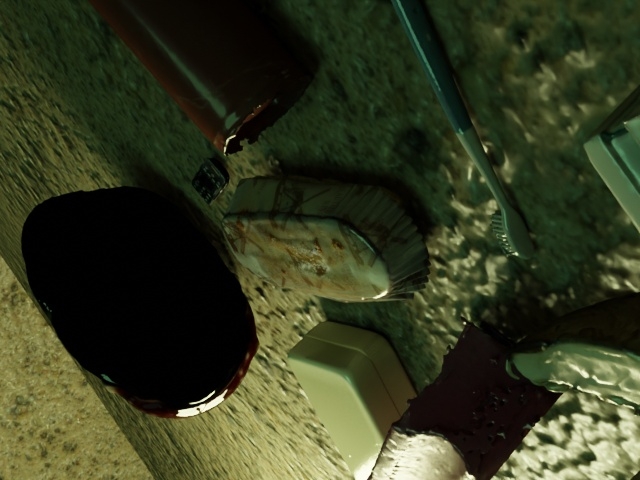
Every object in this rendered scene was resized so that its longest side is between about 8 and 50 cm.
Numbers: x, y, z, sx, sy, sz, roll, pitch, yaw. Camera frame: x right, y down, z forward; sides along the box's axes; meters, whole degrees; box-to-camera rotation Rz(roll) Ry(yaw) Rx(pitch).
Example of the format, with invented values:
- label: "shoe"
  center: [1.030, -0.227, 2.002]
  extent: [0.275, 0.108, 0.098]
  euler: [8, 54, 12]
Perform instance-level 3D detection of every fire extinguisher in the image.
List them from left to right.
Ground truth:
- label: "fire extinguisher"
  center: [-0.153, -0.229, 0.750]
  extent: [0.337, 0.106, 0.147]
  euler: [50, 178, 3]

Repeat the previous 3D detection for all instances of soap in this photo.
- label: "soap"
  center: [0.124, 0.157, 0.736]
  extent: [0.099, 0.162, 0.250]
  euler: [40, 152, 19]

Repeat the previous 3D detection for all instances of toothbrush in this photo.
- label: "toothbrush"
  center: [0.095, -0.100, 0.614]
  extent: [0.025, 0.019, 0.276]
  euler: [13, 136, 61]

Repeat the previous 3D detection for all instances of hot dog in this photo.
- label: "hot dog"
  center: [0.000, 0.000, 0.825]
  extent: [0.267, 0.075, 0.144]
  euler: [8, 136, 49]

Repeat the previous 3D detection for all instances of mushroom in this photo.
- label: "mushroom"
  center: [0.225, 0.074, 0.550]
  extent: [0.209, 0.094, 0.072]
  euler: [13, 130, 49]

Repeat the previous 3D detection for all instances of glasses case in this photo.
- label: "glasses case"
  center: [0.079, 0.242, 1.013]
  extent: [0.131, 0.070, 0.313]
  euler: [7, 130, 54]

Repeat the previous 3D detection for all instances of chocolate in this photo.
- label: "chocolate"
  center: [-0.232, 0.090, 1.144]
  extent: [0.340, 0.225, 0.210]
  euler: [44, 165, 13]

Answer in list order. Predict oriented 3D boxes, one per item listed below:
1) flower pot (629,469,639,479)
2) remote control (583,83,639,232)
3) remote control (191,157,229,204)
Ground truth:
- label: "flower pot"
  center: [0.261, 0.245, 0.537]
  extent: [0.290, 0.259, 0.290]
  euler: [36, 151, 24]
- label: "remote control"
  center: [0.254, 0.028, 0.440]
  extent: [0.277, 0.103, 0.055]
  euler: [53, 146, -6]
- label: "remote control"
  center: [-0.128, -0.071, 0.993]
  extent: [0.039, 0.014, 0.096]
  euler: [51, 154, -2]
